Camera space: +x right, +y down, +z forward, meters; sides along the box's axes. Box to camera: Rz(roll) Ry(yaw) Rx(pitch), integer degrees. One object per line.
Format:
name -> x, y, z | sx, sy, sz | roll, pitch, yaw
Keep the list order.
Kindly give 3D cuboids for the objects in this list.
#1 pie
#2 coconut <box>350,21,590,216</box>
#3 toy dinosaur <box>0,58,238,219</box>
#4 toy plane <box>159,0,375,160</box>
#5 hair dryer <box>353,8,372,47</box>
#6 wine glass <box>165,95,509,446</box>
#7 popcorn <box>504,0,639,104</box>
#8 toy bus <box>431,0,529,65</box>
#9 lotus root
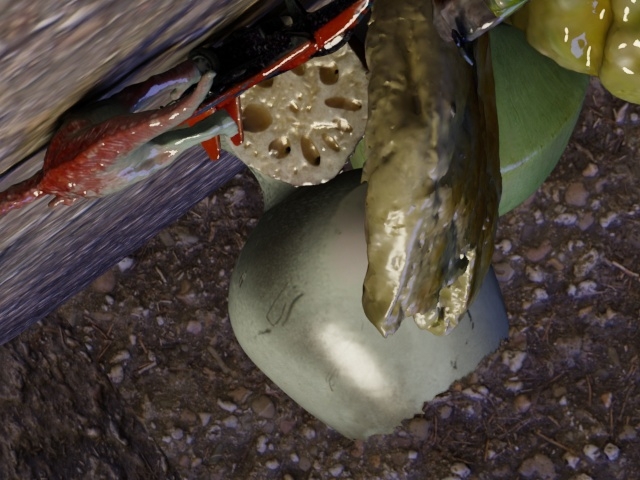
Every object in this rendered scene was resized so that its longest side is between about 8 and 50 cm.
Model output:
pie -> 0.081, -0.083, 0.977 | 0.075, 0.337, 0.337 | 2, -167, 13
coconut -> 0.168, -0.173, 1.658 | 0.329, 0.281, 0.328 | -11, 156, -5
toy dinosaur -> -0.123, -0.051, 0.792 | 0.167, 0.053, 0.242 | -29, -171, -17
toy plane -> -0.034, -0.121, 0.899 | 0.189, 0.061, 0.130 | -39, 179, 37
hair dryer -> 0.204, -0.201, 1.265 | 0.320, 0.284, 0.155 | -41, 140, -34
wine glass -> 0.000, 0.000, 1.190 | 0.238, 0.323, 0.238 | -36, 180, 0
popcorn -> 0.289, -0.226, 1.110 | 0.334, 0.292, 0.293 | -32, -175, -32
toy bus -> 0.078, -0.157, 0.558 | 0.139, 0.113, 0.301 | -36, -175, 6
lotus root -> -0.016, -0.109, 1.024 | 0.122, 0.112, 0.081 | -53, -169, 24
